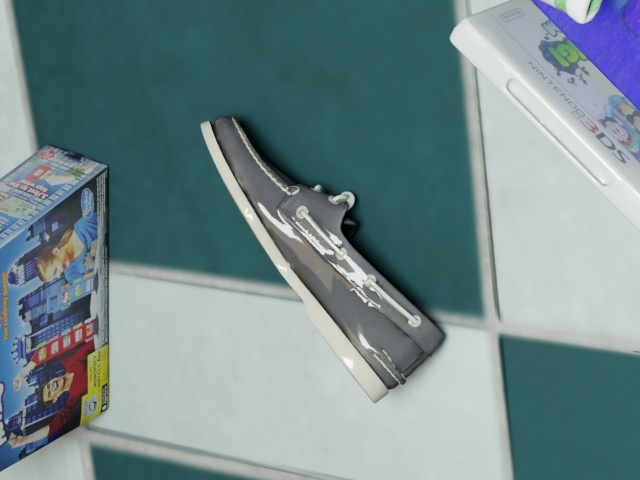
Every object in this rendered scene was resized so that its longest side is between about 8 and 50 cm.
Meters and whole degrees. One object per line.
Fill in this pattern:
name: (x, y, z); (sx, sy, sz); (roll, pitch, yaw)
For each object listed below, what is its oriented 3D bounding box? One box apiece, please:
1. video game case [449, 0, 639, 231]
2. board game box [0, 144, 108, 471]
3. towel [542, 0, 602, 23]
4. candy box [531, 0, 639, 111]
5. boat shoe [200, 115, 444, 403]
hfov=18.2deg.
video game case: (0.156, -0.073, 0.988); (0.143, 0.157, 0.019); (46, 128, 14)
board game box: (-0.226, 0.058, 1.334); (0.060, 0.194, 0.194); (20, 119, 32)
towel: (0.028, -0.264, 0.935); (0.324, 0.038, 0.248); (30, 124, 33)
candy box: (0.187, -0.216, 0.926); (0.317, 0.122, 0.268); (47, 132, 13)
boat shoe: (0.000, 0.000, 1.230); (0.065, 0.075, 0.206); (-34, 77, 0)
